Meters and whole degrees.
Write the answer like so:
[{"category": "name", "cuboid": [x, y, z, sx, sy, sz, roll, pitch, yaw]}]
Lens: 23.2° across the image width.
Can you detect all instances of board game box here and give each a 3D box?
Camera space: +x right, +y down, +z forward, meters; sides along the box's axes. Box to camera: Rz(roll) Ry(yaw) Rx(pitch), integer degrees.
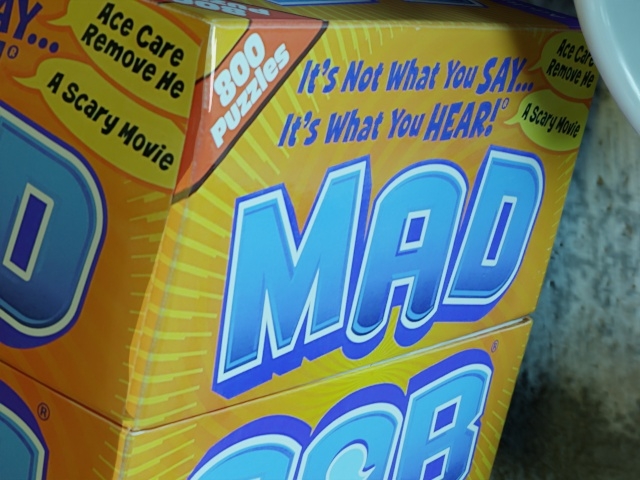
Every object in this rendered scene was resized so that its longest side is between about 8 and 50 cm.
[{"category": "board game box", "cuboid": [-0.112, 0.005, 0.881, 0.356, 0.357, 0.356, 23, 109, 32]}]

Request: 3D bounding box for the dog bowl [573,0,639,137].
[{"category": "dog bowl", "cuboid": [0.255, -0.098, 0.646, 0.349, 0.102, 0.348, 33, 153, 19]}]
